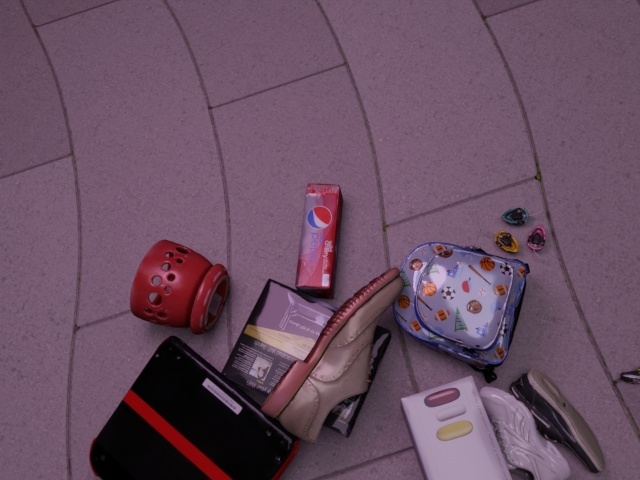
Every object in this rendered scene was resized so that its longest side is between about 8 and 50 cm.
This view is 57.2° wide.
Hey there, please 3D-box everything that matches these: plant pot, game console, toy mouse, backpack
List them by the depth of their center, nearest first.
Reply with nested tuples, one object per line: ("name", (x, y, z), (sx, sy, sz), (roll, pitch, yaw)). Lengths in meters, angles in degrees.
("game console", (-0.280, 0.445, 1.249), (0.386, 0.060, 0.342), (34, 86, 18))
("backpack", (0.287, 0.128, 1.256), (0.263, 0.213, 0.277), (14, 74, 24))
("plant pot", (-0.313, 0.110, 1.346), (0.174, 0.191, 0.191), (16, 72, 6))
("toy mouse", (0.476, -0.024, 1.374), (0.161, 0.031, 0.143), (40, 79, 19))

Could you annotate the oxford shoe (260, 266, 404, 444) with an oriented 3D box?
("oxford shoe", (0.057, 0.230, 1.203), (0.146, 0.140, 0.397), (40, 85, 3))

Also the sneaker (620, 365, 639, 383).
("sneaker", (0.671, 0.280, 1.234), (0.083, 0.031, 0.035), (2, 56, 4))

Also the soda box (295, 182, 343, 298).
("soda box", (0.000, 0.000, 1.395), (0.083, 0.092, 0.264), (3, 70, 9))

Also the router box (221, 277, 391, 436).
("router box", (-0.029, 0.256, 1.305), (0.308, 0.081, 0.243), (22, 74, 15))

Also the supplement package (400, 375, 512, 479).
("supplement package", (0.263, 0.421, 1.136), (0.145, 0.204, 0.262), (-18, 68, 1))

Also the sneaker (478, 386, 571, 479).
("sneaker", (0.386, 0.404, 1.178), (0.115, 0.090, 0.232), (-31, 66, -18))

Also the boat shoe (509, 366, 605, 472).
("boat shoe", (0.488, 0.375, 1.206), (0.079, 0.084, 0.233), (-46, 73, 30))
